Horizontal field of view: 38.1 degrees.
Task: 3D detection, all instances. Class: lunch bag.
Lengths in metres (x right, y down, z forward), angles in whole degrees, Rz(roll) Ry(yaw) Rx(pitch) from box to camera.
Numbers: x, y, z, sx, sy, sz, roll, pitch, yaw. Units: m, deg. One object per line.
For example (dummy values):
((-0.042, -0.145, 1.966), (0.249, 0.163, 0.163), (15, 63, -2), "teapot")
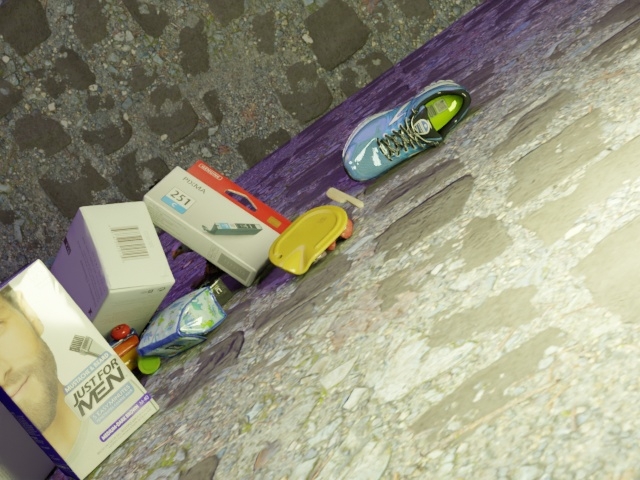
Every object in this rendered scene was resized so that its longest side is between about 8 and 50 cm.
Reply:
((-0.282, 0.174, 1.853), (0.129, 0.096, 0.151), (-28, 5, 33), "lunch bag")

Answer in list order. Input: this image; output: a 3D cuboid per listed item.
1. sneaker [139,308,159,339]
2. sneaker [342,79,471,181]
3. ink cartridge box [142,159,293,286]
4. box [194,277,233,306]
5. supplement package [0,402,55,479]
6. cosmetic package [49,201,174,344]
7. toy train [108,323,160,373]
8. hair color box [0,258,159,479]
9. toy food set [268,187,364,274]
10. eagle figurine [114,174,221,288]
((-0.454, 0.225, 2.236), (0.170, 0.051, 0.089), (-36, 7, -13), "sneaker")
((0.189, -0.246, 2.032), (0.330, 0.130, 0.147), (-37, 10, -1), "sneaker")
((-0.213, -0.064, 2.073), (0.261, 0.296, 0.066), (-52, -6, -48), "ink cartridge box")
((-0.240, 0.121, 2.031), (0.062, 0.052, 0.083), (-43, 15, -21), "box")
((-0.607, 0.397, 1.730), (0.177, 0.175, 0.293), (-32, 13, 27), "supplement package")
((-0.478, 0.108, 2.026), (0.156, 0.217, 0.385), (-7, -31, -37), "cosmetic package")
((-0.373, 0.233, 1.921), (0.248, 0.105, 0.143), (-35, 26, -25), "toy train")
((-0.457, 0.222, 1.582), (0.185, 0.339, 0.110), (-43, 13, -28), "hair color box")
((0.000, 0.000, 1.814), (0.218, 0.071, 0.128), (-44, 38, -23), "toy food set")
((-0.326, -0.036, 2.269), (0.226, 0.298, 0.225), (-36, 12, 5), "eagle figurine")
